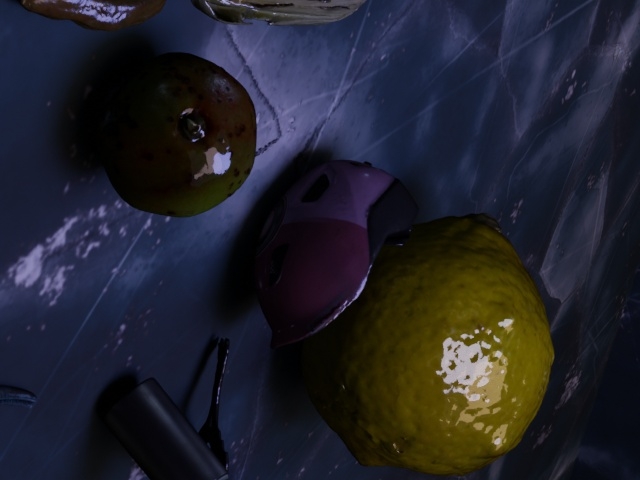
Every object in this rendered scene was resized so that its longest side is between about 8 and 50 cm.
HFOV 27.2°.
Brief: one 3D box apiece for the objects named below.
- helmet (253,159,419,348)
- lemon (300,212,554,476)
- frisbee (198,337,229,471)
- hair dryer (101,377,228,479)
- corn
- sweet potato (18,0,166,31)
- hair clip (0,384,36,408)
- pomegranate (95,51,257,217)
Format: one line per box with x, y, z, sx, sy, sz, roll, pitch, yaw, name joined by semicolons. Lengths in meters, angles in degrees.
0.000;0.000;1.622;0.253;0.154;0.198;-38;-175;-23;helmet
0.155;0.142;1.830;0.387;0.349;0.350;-63;154;-7;lemon
-0.130;0.214;1.651;0.211;0.012;0.187;-172;-90;-75;frisbee
-0.166;0.278;1.595;0.078;0.195;0.248;-38;170;-12;hair dryer
-0.042;-0.278;1.303;0.305;0.122;0.123;-11;125;-60;corn
-0.194;-0.212;1.172;0.182;0.053;0.054;-22;152;-51;sweet potato
-0.349;0.165;1.279;0.229;0.039;0.070;-11;124;-59;hair clip
-0.140;-0.097;1.296;0.159;0.159;0.205;-54;179;-14;pomegranate
